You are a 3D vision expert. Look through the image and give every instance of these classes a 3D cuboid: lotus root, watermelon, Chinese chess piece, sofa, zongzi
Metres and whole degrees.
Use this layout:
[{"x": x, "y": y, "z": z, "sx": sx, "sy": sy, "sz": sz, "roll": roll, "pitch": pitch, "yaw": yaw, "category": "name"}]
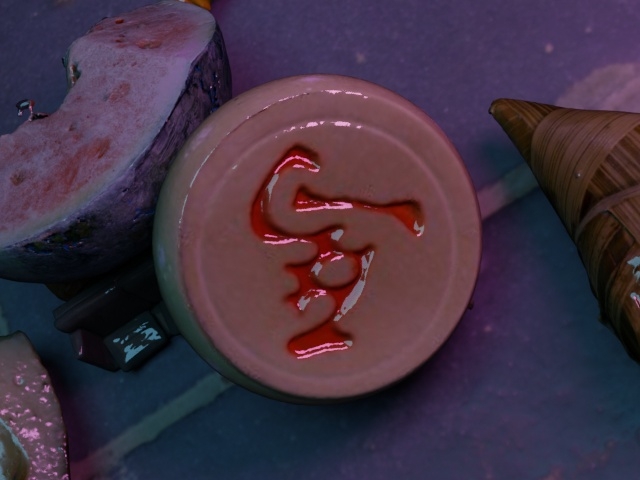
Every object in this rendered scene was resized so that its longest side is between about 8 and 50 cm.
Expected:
[{"x": -0.312, "y": 0.231, "z": 1.261, "sx": 0.210, "sy": 0.142, "sz": 0.314, "roll": -36, "pitch": 62, "yaw": 52, "category": "lotus root"}, {"x": -0.162, "y": -0.061, "z": 1.226, "sx": 0.188, "sy": 0.175, "sz": 0.322, "roll": 22, "pitch": 70, "yaw": 40, "category": "watermelon"}, {"x": 0.000, "y": 0.000, "z": 1.128, "sx": 0.273, "sy": 0.102, "sz": 0.273, "roll": -2, "pitch": 97, "yaw": -14, "category": "Chinese chess piece"}, {"x": -0.157, "y": 0.062, "z": 1.262, "sx": 0.147, "sy": 0.085, "sz": 0.060, "roll": -32, "pitch": 62, "yaw": 12, "category": "sofa"}, {"x": 0.299, "y": -0.072, "z": 1.087, "sx": 0.286, "sy": 0.134, "sz": 0.288, "roll": -33, "pitch": 57, "yaw": 5, "category": "zongzi"}]

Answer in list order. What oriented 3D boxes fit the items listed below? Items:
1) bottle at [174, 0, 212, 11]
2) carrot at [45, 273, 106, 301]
[{"x": -0.083, "y": -0.289, "z": 1.342, "sx": 0.069, "sy": 0.069, "sz": 0.187, "roll": 37, "pitch": 90, "yaw": 28, "category": "bottle"}, {"x": -0.268, "y": -0.009, "z": 1.347, "sx": 0.060, "sy": 0.060, "sz": 0.186, "roll": -46, "pitch": 60, "yaw": 5, "category": "carrot"}]
